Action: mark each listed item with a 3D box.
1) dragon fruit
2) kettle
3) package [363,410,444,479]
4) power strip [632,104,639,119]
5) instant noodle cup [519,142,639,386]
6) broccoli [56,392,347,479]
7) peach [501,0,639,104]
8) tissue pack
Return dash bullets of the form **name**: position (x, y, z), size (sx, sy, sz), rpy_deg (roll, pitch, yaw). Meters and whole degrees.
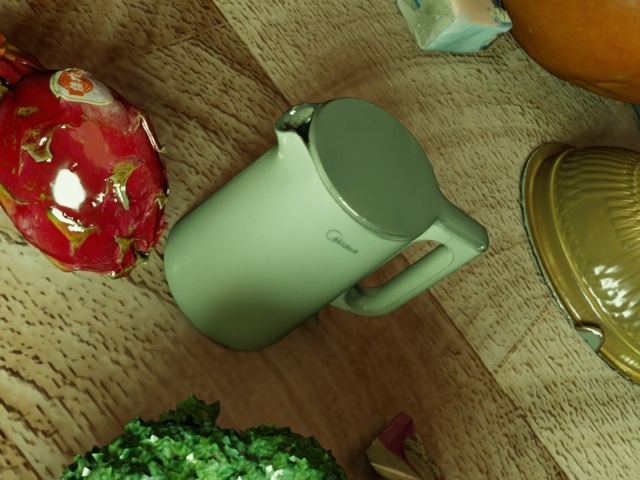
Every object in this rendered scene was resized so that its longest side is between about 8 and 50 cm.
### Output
- **dragon fruit**: position (-0.152, -0.065, 0.482), size (0.190, 0.094, 0.094), rpy_deg (51, 41, 4)
- **kettle**: position (-0.004, 0.001, 0.522), size (0.126, 0.148, 0.098), rpy_deg (54, 41, 0)
- **package**: position (0.058, 0.155, 0.564), size (0.059, 0.029, 0.083), rpy_deg (-26, 92, -55)
- **power strip**: position (0.411, -0.206, 1.070), size (0.070, 0.105, 0.256), rpy_deg (-2, 66, -44)
- **instant noodle cup**: position (0.313, 0.004, 0.851), size (0.274, 0.091, 0.274), rpy_deg (23, 50, -30)
- **broccoli**: position (-0.009, 0.183, 0.352), size (0.270, 0.270, 0.270), rpy_deg (50, 11, -4)
- **peach**: position (0.336, -0.304, 0.880), size (0.343, 0.302, 0.342), rpy_deg (-3, 101, -16)
- **tissue pack**: position (0.126, -0.220, 0.857), size (0.094, 0.059, 0.074), rpy_deg (-10, 72, -45)
